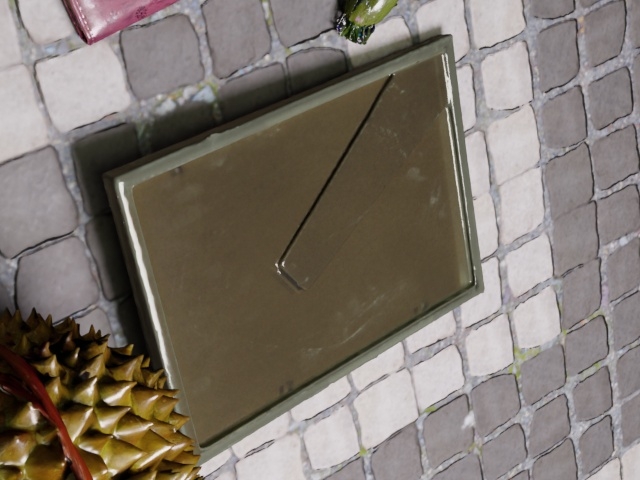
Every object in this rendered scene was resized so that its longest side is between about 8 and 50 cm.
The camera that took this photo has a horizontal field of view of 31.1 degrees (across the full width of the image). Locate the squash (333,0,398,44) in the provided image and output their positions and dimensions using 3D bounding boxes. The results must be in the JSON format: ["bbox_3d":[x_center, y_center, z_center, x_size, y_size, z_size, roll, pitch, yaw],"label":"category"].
[{"bbox_3d":[0.074,-0.285,1.183,0.052,0.052,0.183,33,88,-38],"label":"squash"}]

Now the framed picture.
[{"bbox_3d":[0.000,0.000,1.212,0.446,0.028,0.326,-27,119,-33],"label":"framed picture"}]

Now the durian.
[{"bbox_3d":[-0.246,0.227,0.936,0.348,0.384,0.347,0,82,1],"label":"durian"}]

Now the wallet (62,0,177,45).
[{"bbox_3d":[-0.138,-0.278,1.045,0.232,0.025,0.119,-33,121,-23],"label":"wallet"}]
